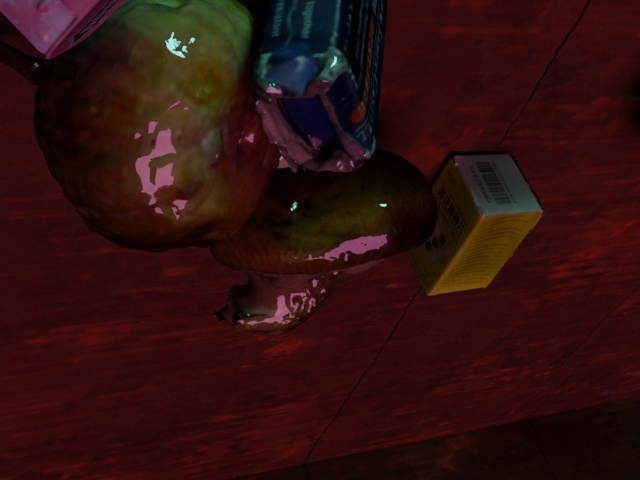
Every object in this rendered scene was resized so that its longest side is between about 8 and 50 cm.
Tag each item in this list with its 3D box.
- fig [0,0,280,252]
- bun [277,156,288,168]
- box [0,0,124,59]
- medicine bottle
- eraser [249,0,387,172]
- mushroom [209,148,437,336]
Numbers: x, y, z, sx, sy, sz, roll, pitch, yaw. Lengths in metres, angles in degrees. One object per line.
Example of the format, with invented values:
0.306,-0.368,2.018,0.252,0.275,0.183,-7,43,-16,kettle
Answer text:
-0.219,-0.161,0.915,0.286,0.369,0.286,-45,151,-33,fig
-0.034,-0.196,1.098,0.220,0.134,0.220,-17,152,-9,bun
-0.264,-0.335,0.618,0.190,0.112,0.369,-35,104,23,box
0.263,-0.027,1.507,0.141,0.137,0.250,-5,145,-24,medicine bottle
0.010,-0.237,0.874,0.102,0.332,0.155,-2,149,17,eraser
0.000,0.000,1.255,0.346,0.259,0.345,-5,-176,0,mushroom
